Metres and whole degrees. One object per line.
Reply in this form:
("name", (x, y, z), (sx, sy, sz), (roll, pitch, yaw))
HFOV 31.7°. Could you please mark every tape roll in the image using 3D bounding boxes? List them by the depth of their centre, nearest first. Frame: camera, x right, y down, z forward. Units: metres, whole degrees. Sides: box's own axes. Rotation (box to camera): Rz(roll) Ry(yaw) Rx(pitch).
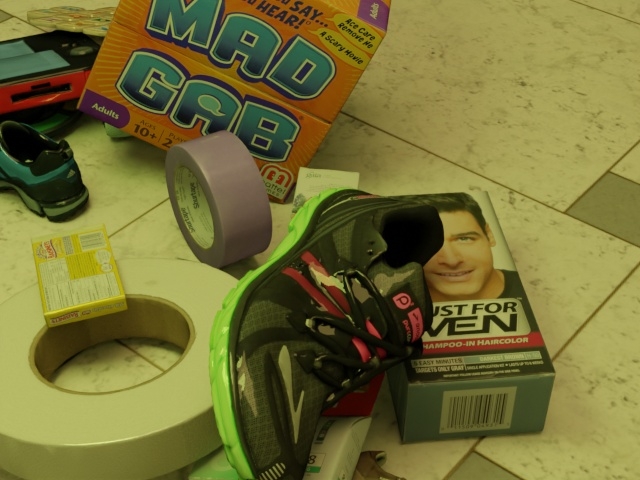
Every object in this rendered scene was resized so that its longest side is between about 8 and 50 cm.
("tape roll", (-0.256, 0.151, 1.417), (0.392, 0.072, 0.392), (-3, 31, 2))
("tape roll", (-0.149, -0.059, 1.628), (0.080, 0.189, 0.189), (-20, 44, -25))

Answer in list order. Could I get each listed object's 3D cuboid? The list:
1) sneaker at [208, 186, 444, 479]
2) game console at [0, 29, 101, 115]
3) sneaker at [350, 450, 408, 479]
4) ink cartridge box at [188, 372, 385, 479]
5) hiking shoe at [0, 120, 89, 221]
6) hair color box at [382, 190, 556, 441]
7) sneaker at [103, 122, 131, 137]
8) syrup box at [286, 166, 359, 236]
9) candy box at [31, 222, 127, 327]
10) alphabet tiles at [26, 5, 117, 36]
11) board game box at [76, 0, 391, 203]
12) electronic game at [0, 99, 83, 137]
("sneaker", (0.019, 0.091, 1.307), (0.202, 0.185, 0.483), (-2, 40, 27))
("game console", (-0.562, -0.287, 1.910), (0.386, 0.060, 0.342), (-15, 29, -20))
("sneaker", (0.089, 0.306, 1.287), (0.071, 0.066, 0.188), (-21, 44, -23))
("ink cartridge box", (-0.034, 0.222, 1.358), (0.181, 0.056, 0.225), (-4, 38, 23))
("hiking shoe", (-0.493, -0.142, 1.760), (0.304, 0.132, 0.113), (18, 42, 19))
("hair color box", (0.172, 0.089, 1.520), (0.185, 0.114, 0.374), (-3, 39, -6))
("sneaker", (-0.321, -0.268, 1.953), (0.151, 0.094, 0.256), (-5, 39, -4))
("syrup box", (0.000, 0.000, 1.635), (0.093, 0.096, 0.237), (6, 39, 2))
("candy box", (-0.326, 0.042, 1.508), (0.105, 0.027, 0.206), (-14, 32, -11))
("alphabet tiles", (-0.397, -0.406, 2.107), (0.284, 0.021, 0.278), (12, 20, 20))
("board game box", (-0.118, -0.352, 1.770), (0.356, 0.356, 0.356), (24, 39, -11))
("electronic game", (-0.519, -0.233, 1.937), (0.229, 0.048, 0.229), (1, 40, -1))
